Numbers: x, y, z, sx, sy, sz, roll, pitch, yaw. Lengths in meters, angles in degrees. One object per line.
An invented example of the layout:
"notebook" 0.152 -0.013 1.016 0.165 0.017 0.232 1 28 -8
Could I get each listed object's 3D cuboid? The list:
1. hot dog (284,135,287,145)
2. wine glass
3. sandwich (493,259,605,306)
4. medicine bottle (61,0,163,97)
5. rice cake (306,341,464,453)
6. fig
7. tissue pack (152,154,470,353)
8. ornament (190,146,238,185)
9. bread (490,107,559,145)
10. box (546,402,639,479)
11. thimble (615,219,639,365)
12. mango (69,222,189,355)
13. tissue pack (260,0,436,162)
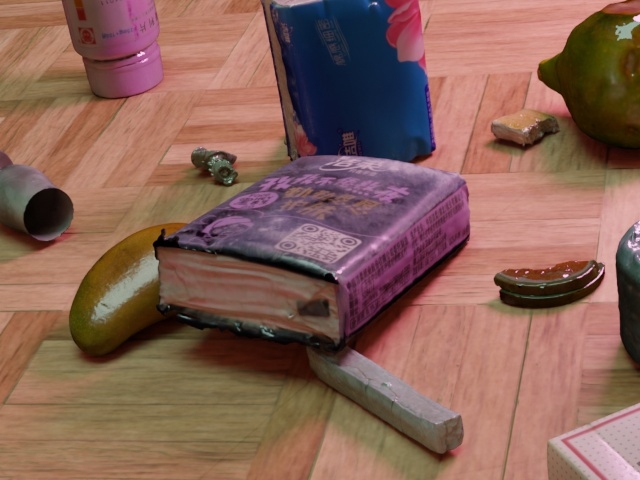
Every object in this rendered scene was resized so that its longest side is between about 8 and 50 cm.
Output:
"hot dog" -0.031 -0.160 2.261 0.034 0.030 0.090 17 18 0
"wine glass" -0.430 -0.064 2.166 0.093 0.093 0.202 -26 33 -27
"sandwich" 0.277 0.048 1.804 0.135 0.029 0.067 -14 30 -7
"medicine bottle" -0.345 -0.375 2.524 0.152 0.254 0.152 -8 30 5
"rice cake" 0.065 0.163 1.649 0.042 0.045 0.245 -25 32 -28
"fig" 0.400 -0.226 2.122 0.206 0.206 0.275 -26 13 -26
"tissue pack" 0.000 0.000 1.845 0.259 0.122 0.361 9 23 26
"ornament" -0.155 -0.114 2.219 0.068 0.041 0.092 10 15 -10
"bread" 0.290 -0.162 2.171 0.070 0.035 0.083 19 34 41
"box" 0.402 0.211 1.407 0.330 0.095 0.210 -18 29 -17
"thimble" 0.427 0.059 1.623 0.198 0.143 0.235 -30 37 -31
"mango" -0.222 0.056 1.887 0.136 0.099 0.227 24 52 36
"tissue pack" 0.042 -0.233 2.134 0.209 0.270 0.137 -12 27 -8
